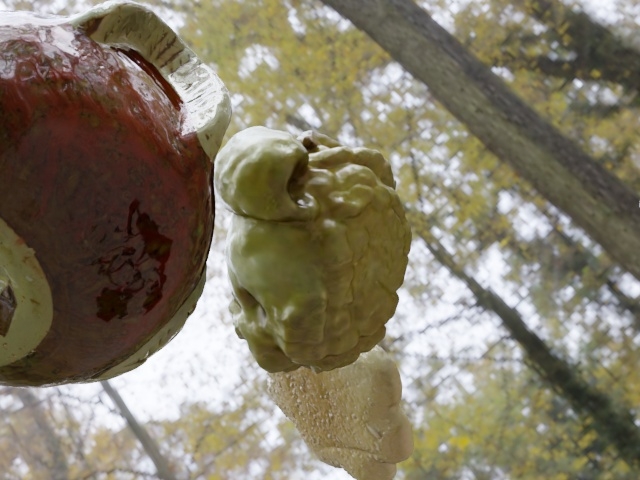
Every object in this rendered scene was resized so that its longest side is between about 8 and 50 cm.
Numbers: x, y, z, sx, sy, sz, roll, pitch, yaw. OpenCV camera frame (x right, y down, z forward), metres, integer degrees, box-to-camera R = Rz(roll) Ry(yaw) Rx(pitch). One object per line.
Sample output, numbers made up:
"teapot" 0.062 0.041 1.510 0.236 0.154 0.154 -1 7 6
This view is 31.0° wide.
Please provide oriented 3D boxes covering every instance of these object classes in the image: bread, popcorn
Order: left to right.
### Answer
"popcorn" 0.000 0.000 1.262 0.225 0.173 0.286 -28 -61 -41
"bread" 0.008 0.197 1.561 0.054 0.316 0.316 -30 -34 -31

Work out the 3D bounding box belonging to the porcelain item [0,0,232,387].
"porcelain item" -0.168 -0.040 0.709 0.253 0.253 0.253 -25 -37 -21
